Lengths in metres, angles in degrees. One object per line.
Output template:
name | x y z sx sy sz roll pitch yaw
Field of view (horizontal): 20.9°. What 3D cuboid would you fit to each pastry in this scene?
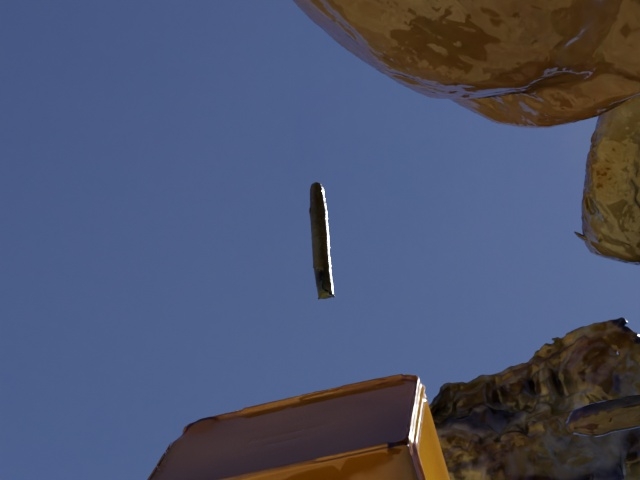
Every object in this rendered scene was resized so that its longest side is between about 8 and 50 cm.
pastry | 0.280 -0.063 1.489 0.093 0.192 0.182 15 -77 17

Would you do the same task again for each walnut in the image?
walnut | 0.103 -0.273 1.253 0.383 0.383 0.383 7 -44 7

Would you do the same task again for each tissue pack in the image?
tissue pack | 0.010 0.254 1.191 0.194 0.145 0.274 -13 -76 10

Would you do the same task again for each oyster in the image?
oyster | 0.203 0.204 1.613 0.354 0.201 0.107 -23 -7 -2

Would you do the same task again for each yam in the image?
yam | 0.000 0.000 1.241 0.014 0.107 0.014 -3 -40 -3

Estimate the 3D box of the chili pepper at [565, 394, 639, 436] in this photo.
chili pepper | 0.294 0.061 0.766 0.338 0.131 0.134 -12 -34 -26
